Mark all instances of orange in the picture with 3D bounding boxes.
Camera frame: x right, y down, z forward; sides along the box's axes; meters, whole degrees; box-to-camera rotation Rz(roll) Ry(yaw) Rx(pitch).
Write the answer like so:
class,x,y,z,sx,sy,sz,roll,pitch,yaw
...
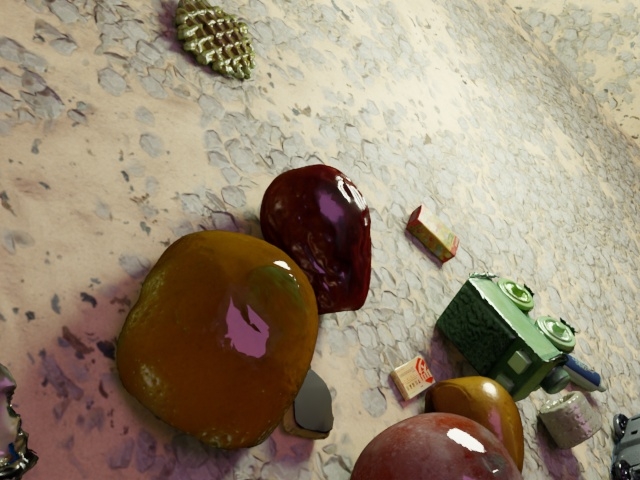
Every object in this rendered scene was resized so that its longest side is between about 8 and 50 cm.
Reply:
class,x,y,z,sx,sy,sz,roll,pitch,yaw
orange,-0.128,0.118,1.041,0.262,0.196,0.335,30,49,-6

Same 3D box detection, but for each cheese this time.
class,x,y,z,sx,sy,sz,roll,pitch,yaw
cheese,-0.024,0.223,1.156,0.086,0.036,0.162,20,48,-31

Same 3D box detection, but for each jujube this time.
class,x,y,z,sx,sy,sz,roll,pitch,yaw
jujube,0.000,0.000,1.263,0.190,0.190,0.255,-6,83,-48

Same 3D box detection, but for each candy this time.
class,x,y,z,sx,sy,sz,roll,pitch,yaw
candy,0.243,-0.015,1.611,0.122,0.038,0.062,43,39,-13

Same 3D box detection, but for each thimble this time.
class,x,y,z,sx,sy,sz,roll,pitch,yaw
thimble,0.512,0.367,1.540,0.090,0.102,0.115,60,9,10

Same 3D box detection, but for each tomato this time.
class,x,y,z,sx,sy,sz,roll,pitch,yaw
tomato,0.184,0.378,1.089,0.270,0.227,0.270,27,35,-21

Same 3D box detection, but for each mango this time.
class,x,y,z,sx,sy,sz,roll,pitch,yaw
mango,0.283,0.354,1.290,0.166,0.136,0.236,29,49,-33

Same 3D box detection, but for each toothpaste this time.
class,x,y,z,sx,sy,sz,roll,pitch,yaw
toothpaste,0.552,0.279,1.697,0.268,0.047,0.069,32,55,-19

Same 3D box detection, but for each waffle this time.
class,x,y,z,sx,sy,sz,roll,pitch,yaw
waffle,-0.202,-0.395,1.456,0.183,0.036,0.169,15,53,-38

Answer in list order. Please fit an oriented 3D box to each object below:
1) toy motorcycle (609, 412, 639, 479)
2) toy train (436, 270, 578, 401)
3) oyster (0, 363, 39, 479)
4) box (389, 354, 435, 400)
class,x,y,z,sx,sy,sz,roll,pitch,yaw
toy motorcycle,0.723,0.502,1.631,0.213,0.125,0.358,56,36,0
toy train,0.363,0.186,1.454,0.188,0.159,0.272,-3,44,-44
oyster,-0.408,0.171,0.770,0.259,0.092,0.198,24,45,-19
box,0.167,0.247,1.349,0.093,0.015,0.058,-17,76,-50
